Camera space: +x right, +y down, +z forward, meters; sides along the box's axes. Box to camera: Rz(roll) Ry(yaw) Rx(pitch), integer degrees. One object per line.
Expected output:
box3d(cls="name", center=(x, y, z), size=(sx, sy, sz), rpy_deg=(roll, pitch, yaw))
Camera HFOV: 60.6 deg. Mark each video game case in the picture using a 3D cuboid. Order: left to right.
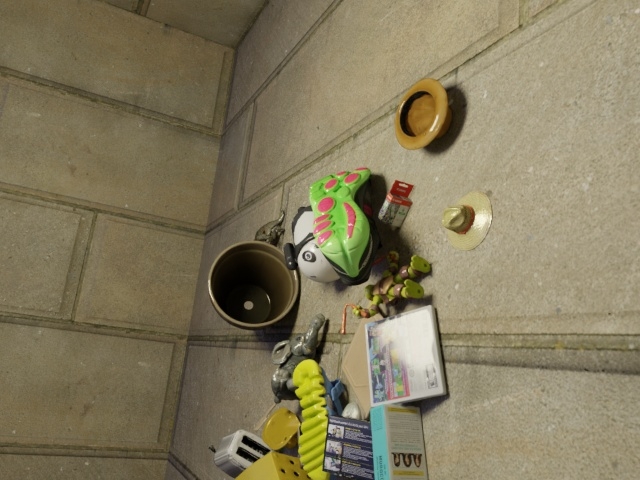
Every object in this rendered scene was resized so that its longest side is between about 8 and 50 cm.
box3d(cls="video game case", center=(0.188, 0.265, 1.245), size=(0.183, 0.023, 0.202), rpy_deg=(-22, 55, 31))

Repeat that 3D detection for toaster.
box3d(cls="toaster", center=(-0.252, 0.719, 1.832), size=(0.146, 0.227, 0.129), rpy_deg=(-44, 14, 47))

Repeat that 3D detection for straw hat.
box3d(cls="straw hat", center=(0.300, -0.048, 1.194), size=(0.144, 0.061, 0.145), rpy_deg=(-42, 41, 52))

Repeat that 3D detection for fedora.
box3d(cls="fedora", center=(0.268, -0.308, 1.369), size=(0.194, 0.079, 0.195), rpy_deg=(-27, 58, 53))

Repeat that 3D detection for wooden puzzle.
box3d(cls="wooden puzzle", center=(0.134, 0.303, 1.415), size=(0.239, 0.044, 0.221), rpy_deg=(-118, 46, -62))

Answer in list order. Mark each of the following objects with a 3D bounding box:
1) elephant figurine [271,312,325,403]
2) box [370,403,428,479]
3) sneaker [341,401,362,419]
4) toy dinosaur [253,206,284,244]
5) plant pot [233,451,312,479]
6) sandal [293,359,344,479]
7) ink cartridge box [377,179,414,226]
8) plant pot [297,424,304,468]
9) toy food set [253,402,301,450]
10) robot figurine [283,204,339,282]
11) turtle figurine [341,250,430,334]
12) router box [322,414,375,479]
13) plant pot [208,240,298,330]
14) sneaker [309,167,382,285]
box3d(cls="elephant figurine", center=(-0.068, 0.371, 1.719), size=(0.169, 0.185, 0.240), rpy_deg=(65, -153, -50))
box3d(cls="box", center=(0.170, 0.482, 1.171), size=(0.060, 0.100, 0.245), rpy_deg=(-45, 39, 52))
box3d(cls="sneaker", center=(0.087, 0.489, 1.384), size=(0.053, 0.061, 0.152), rpy_deg=(-12, 67, 28))
box3d(cls="toy dinosaur", center=(-0.233, 0.009, 2.254), size=(0.160, 0.120, 0.314), rpy_deg=(4, 86, 52))
box3d(cls="plant pot", center=(-0.116, 0.736, 1.563), size=(0.187, 0.212, 0.212), rpy_deg=(-58, 28, 12))
box3d(cls="sandal", center=(0.016, 0.483, 1.474), size=(0.126, 0.138, 0.318), rpy_deg=(-28, 53, 38))
box3d(cls="ink cartridge box", center=(0.201, -0.096, 1.428), size=(0.115, 0.062, 0.029), rpy_deg=(-67, 25, 22))
box3d(cls="plant pot", center=(-0.015, 0.585, 1.526), size=(0.096, 0.109, 0.109), rpy_deg=(111, 157, -47))
box3d(cls="toy food set", center=(-0.122, 0.621, 1.788), size=(0.128, 0.071, 0.217), rpy_deg=(-54, 24, -15))
box3d(cls="robot figurine", center=(0.001, -0.002, 1.683), size=(0.278, 0.173, 0.209), rpy_deg=(-102, 32, -44))
box3d(cls="turtle figurine", center=(0.167, 0.125, 1.346), size=(0.217, 0.087, 0.270), rpy_deg=(-26, 23, 54))
box3d(cls="router box", center=(0.094, 0.497, 1.303), size=(0.178, 0.046, 0.133), rpy_deg=(-2, 75, 35))
box3d(cls="plant pot", center=(-0.258, 0.205, 2.045), size=(0.280, 0.322, 0.324), rpy_deg=(113, 159, -62))
box3d(cls="sneaker", center=(0.070, -0.050, 1.502), size=(0.483, 0.185, 0.202), rpy_deg=(-78, -26, -56))
